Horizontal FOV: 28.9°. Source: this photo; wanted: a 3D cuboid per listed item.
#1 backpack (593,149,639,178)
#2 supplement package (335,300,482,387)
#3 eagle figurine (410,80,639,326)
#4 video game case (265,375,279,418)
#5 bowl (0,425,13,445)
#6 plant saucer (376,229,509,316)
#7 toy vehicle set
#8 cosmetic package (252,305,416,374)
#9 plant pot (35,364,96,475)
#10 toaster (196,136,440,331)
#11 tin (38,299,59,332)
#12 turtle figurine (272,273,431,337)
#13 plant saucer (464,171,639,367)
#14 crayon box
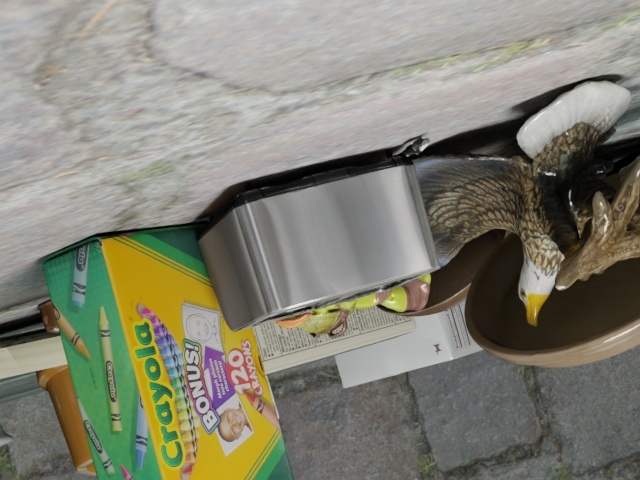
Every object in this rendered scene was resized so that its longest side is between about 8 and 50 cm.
[{"bbox_3d":[0.406,-0.026,1.556,0.277,0.213,0.263,-18,-175,-18],"label":"backpack"},{"bbox_3d":[0.156,0.085,1.858,0.199,0.198,0.263,-20,174,36],"label":"supplement package"},{"bbox_3d":[0.192,-0.035,1.131,0.226,0.225,0.298,33,-176,-28],"label":"eagle figurine"},{"bbox_3d":[-0.193,0.172,1.669,0.232,0.210,0.042,-14,173,-19],"label":"video game case"},{"bbox_3d":[-0.638,0.289,1.915,0.298,0.134,0.298,-16,175,-1],"label":"bowl"},{"bbox_3d":[0.152,0.027,1.523,0.199,0.036,0.198,-30,-152,18],"label":"plant saucer"},{"bbox_3d":[-0.334,0.131,1.537,0.267,0.035,0.166,-12,-177,-3],"label":"toy vehicle set"},{"bbox_3d":[-0.041,0.091,1.622,0.296,0.153,0.129,-11,171,-35],"label":"cosmetic package"},{"bbox_3d":[-0.290,0.224,1.746,0.205,0.187,0.205,-11,158,-5],"label":"plant pot"},{"bbox_3d":[0.000,0.000,1.069,0.168,0.110,0.186,-15,174,-21],"label":"toaster"},{"bbox_3d":[-0.233,0.069,1.451,0.190,0.040,0.106,-14,178,-23],"label":"tin"},{"bbox_3d":[0.018,0.065,1.393,0.217,0.087,0.269,-7,173,-37],"label":"turtle figurine"},{"bbox_3d":[0.268,0.026,1.190,0.278,0.041,0.278,-29,-156,15],"label":"plant saucer"},{"bbox_3d":[-0.130,0.131,1.108,0.081,0.278,0.165,-19,174,35],"label":"crayon box"}]
